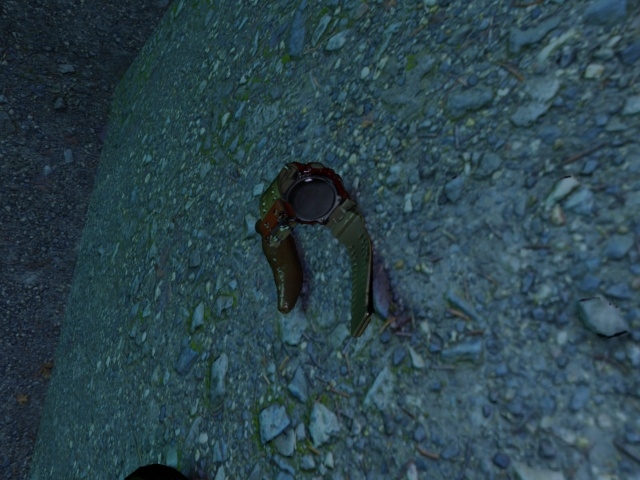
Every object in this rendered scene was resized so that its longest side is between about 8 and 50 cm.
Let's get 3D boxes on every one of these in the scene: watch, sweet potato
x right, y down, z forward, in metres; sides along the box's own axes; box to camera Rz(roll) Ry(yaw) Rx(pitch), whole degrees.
[{"bbox_3d":[-0.005,-0.006,0.649,0.102,0.164,0.268,-50,19,25],"label":"watch"},{"bbox_3d":[-0.073,0.017,0.838,0.255,0.058,0.078,-119,37,-51],"label":"sweet potato"}]

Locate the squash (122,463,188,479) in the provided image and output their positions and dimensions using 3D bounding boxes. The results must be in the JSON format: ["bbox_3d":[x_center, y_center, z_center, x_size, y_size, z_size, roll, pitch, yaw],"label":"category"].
[{"bbox_3d":[-0.299,0.480,0.804,0.172,0.218,0.218,50,120,11],"label":"squash"}]
